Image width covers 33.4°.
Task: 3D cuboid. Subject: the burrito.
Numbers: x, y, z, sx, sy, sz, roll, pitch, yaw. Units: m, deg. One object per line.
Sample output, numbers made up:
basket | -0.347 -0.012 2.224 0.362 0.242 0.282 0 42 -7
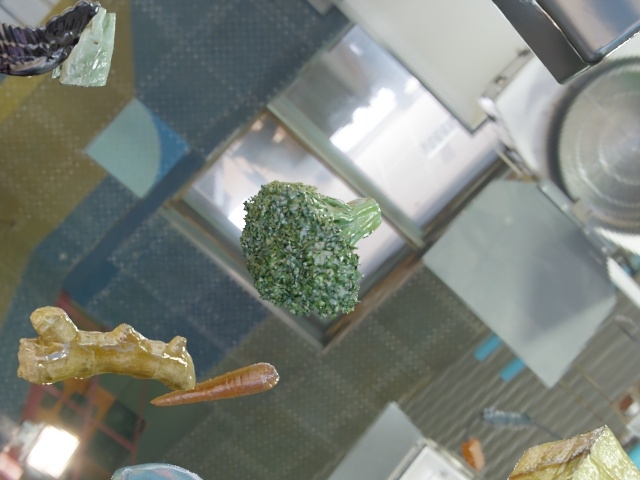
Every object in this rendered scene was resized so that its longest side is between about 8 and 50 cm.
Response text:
burrito | -0.327 -0.272 1.503 0.044 0.074 0.118 37 -67 51

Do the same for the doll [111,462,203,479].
doll | -0.209 0.315 1.017 0.314 0.141 0.177 -19 -114 -4

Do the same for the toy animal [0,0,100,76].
toy animal | -0.381 -0.202 1.187 0.273 0.160 0.197 -20 152 -19

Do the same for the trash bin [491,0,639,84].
trash bin | 0.171 -0.250 0.880 0.101 0.236 0.177 -37 179 1

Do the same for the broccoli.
broccoli | 0.000 0.000 1.345 0.220 0.194 0.194 -21 -146 51

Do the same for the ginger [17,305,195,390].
ginger | -0.307 0.173 1.575 0.065 0.299 0.118 42 -71 47

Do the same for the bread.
bread | 0.389 0.417 1.508 0.168 0.264 0.163 -38 177 41

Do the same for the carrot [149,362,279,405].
carrot | -0.171 0.238 1.720 0.216 0.048 0.048 -14 -153 6
